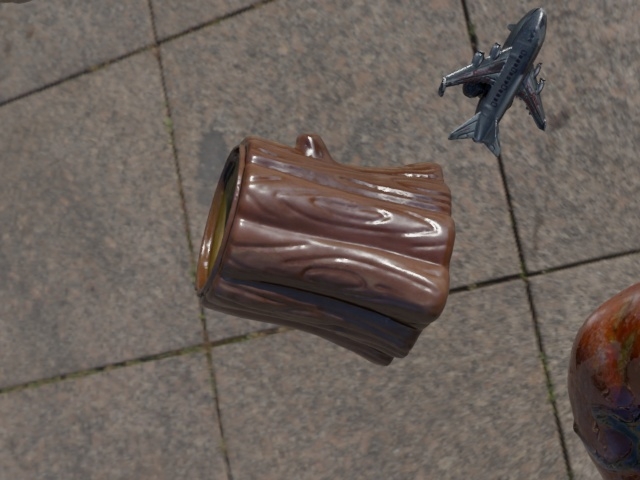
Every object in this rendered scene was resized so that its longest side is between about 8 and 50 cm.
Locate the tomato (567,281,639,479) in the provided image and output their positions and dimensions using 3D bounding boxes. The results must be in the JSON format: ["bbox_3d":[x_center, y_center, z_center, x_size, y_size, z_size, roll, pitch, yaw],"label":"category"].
[{"bbox_3d":[0.312,0.127,0.684,0.232,0.188,0.232,42,142,44],"label":"tomato"}]

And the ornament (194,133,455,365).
[{"bbox_3d":[0.000,0.000,0.889,0.217,0.235,0.221,15,94,-14],"label":"ornament"}]

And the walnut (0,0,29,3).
[{"bbox_3d":[-0.327,-0.350,0.881,0.224,0.224,0.224,-3,84,25],"label":"walnut"}]

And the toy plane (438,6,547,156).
[{"bbox_3d":[0.102,-0.089,0.481,0.031,0.078,0.083,37,110,56],"label":"toy plane"}]
